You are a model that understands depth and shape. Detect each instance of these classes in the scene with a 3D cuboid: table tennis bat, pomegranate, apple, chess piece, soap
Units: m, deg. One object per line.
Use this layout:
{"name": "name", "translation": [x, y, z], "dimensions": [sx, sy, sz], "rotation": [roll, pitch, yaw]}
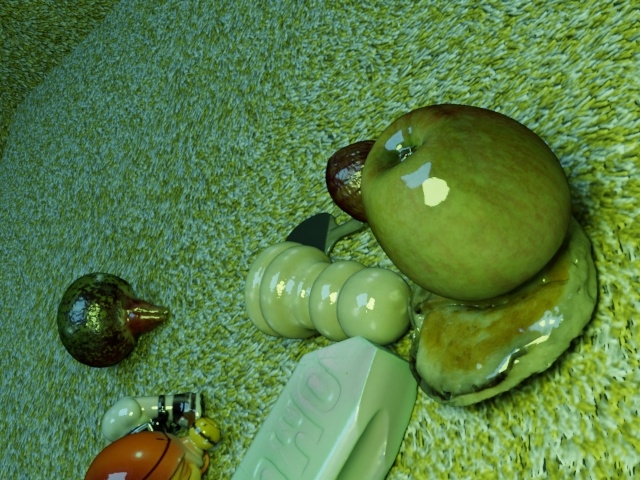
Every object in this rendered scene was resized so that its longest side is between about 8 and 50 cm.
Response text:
{"name": "table tennis bat", "translation": [0.000, 0.000, 1.769], "dimensions": [0.246, 0.022, 0.138], "rotation": [-26, 45, 43]}
{"name": "pomegranate", "translation": [-0.454, 0.174, 2.129], "dimensions": [0.247, 0.214, 0.214], "rotation": [-2, 55, 11]}
{"name": "apple", "translation": [0.182, -0.058, 1.242], "dimensions": [0.256, 0.234, 0.257], "rotation": [-32, 32, 24]}
{"name": "chess piece", "translation": [0.021, 0.095, 1.549], "dimensions": [0.299, 0.167, 0.167], "rotation": [8, 71, 51]}
{"name": "soap", "translation": [0.005, 0.305, 1.431], "dimensions": [0.347, 0.115, 0.208], "rotation": [-60, 33, 0]}

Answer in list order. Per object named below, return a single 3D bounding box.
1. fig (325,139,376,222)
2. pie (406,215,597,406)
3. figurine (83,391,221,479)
{"name": "fig", "translation": [0.111, -0.122, 1.624], "dimensions": [0.201, 0.133, 0.146], "rotation": [-27, 53, 28]}
{"name": "pie", "translation": [0.236, 0.079, 1.333], "dimensions": [0.339, 0.077, 0.339], "rotation": [-38, 31, 28]}
{"name": "figurine", "translation": [-0.317, 0.419, 1.707], "dimensions": [0.320, 0.196, 0.323], "rotation": [-44, 25, 13]}
